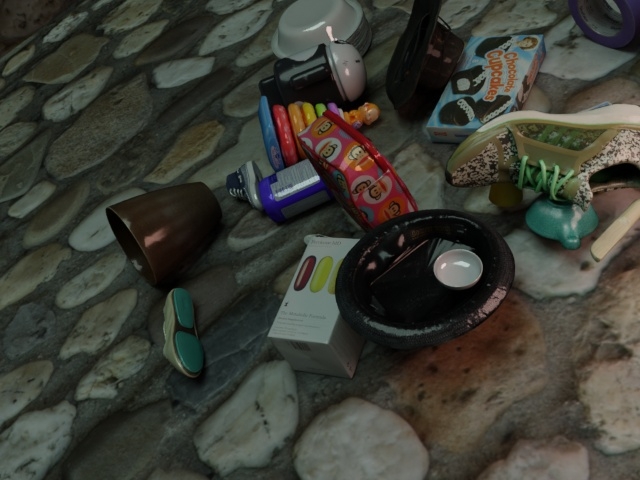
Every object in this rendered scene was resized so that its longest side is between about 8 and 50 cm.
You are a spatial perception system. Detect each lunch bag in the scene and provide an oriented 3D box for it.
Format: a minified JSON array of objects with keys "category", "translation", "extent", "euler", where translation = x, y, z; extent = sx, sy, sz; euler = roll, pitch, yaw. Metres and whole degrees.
[{"category":"lunch bag","translation":[0.071,-0.129,1.572],"extent":[0.120,0.293,0.258],"euler":[-41,45,-4]}]

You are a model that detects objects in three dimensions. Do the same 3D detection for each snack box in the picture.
[{"category":"snack box","translation":[0.396,-0.360,1.767],"extent":[0.187,0.060,0.322],"euler":[8,56,33]}]

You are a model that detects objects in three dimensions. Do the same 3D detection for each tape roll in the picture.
[{"category":"tape roll","translation":[0.659,-0.537,1.691],"extent":[0.080,0.189,0.189],"euler":[-40,45,-10]}]

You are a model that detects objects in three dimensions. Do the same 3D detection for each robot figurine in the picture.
[{"category":"robot figurine","translation":[-0.018,-0.419,1.956],"extent":[0.278,0.174,0.209],"euler":[-18,44,10]}]

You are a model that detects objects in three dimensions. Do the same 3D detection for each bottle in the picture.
[{"category":"bottle","translation":[-0.005,-0.145,1.768],"extent":[0.282,0.092,0.118],"euler":[-24,45,7]}]

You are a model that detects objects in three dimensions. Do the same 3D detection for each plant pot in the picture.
[{"category":"plant pot","translation":[-0.361,-0.041,1.810],"extent":[0.230,0.215,0.215],"euler":[-33,42,-23]}]

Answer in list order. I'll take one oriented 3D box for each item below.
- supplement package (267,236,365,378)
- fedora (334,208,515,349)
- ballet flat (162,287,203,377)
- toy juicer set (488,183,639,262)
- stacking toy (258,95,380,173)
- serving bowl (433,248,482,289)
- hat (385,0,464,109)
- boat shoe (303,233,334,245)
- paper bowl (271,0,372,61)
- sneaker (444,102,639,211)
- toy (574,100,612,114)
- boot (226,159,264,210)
[{"category":"supplement package","translation":[0.020,0.128,1.482],"extent":[0.139,0.134,0.244],"euler":[2,53,29]},{"category":"fedora","translation":[0.197,0.098,1.390],"extent":[0.334,0.152,0.334],"euler":[-8,47,9]},{"category":"ballet flat","translation":[-0.309,0.214,1.634],"extent":[0.086,0.086,0.248],"euler":[-24,43,8]},{"category":"toy juicer set","translation":[0.497,-0.061,1.443],"extent":[0.209,0.089,0.329],"euler":[-22,38,-17]},{"category":"stacking toy","translation":[0.005,-0.285,1.870],"extent":[0.301,0.175,0.166],"euler":[-14,46,-2]},{"category":"serving bowl","translation":[0.239,0.055,1.293],"extent":[0.083,0.027,0.083],"euler":[-8,47,9]},{"category":"hat","translation":[0.276,-0.463,1.847],"extent":[0.134,0.331,0.331],"euler":[14,49,-10]},{"category":"boat shoe","translation":[0.000,0.000,1.677],"extent":[0.100,0.035,0.035],"euler":[18,62,38]},{"category":"paper bowl","translation":[-0.006,-0.595,2.132],"extent":[0.284,0.148,0.284],"euler":[-14,46,15]},{"category":"sneaker","translation":[0.438,-0.136,1.376],"extent":[0.410,0.158,0.182],"euler":[-9,52,7]},{"category":"toy","translation":[0.604,-0.222,1.527],"extent":[0.137,0.056,0.237],"euler":[-23,46,-7]},{"category":"boot","translation":[-0.187,-0.121,1.872],"extent":[0.086,0.069,0.190],"euler":[-30,35,11]}]
